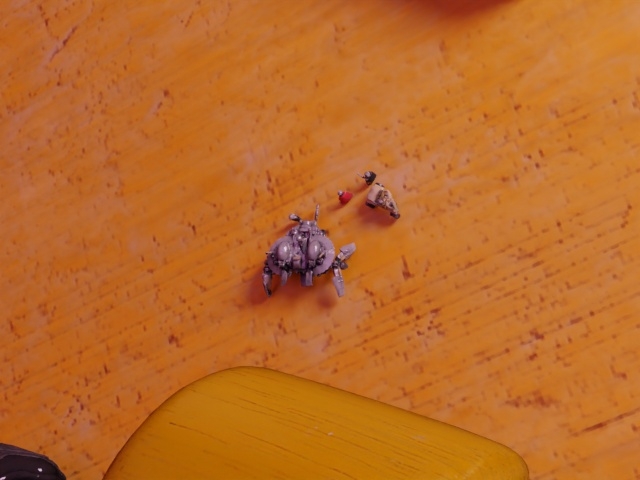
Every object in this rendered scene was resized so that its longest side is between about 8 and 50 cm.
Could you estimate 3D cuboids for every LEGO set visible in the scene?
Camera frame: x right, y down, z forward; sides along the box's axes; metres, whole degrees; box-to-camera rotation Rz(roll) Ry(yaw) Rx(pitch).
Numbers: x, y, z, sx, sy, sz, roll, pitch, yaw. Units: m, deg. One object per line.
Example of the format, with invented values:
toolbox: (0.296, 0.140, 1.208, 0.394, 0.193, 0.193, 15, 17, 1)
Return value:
LEGO set: (-0.001, -0.002, 0.699, 0.054, 0.023, 0.083, 36, 93, 34)

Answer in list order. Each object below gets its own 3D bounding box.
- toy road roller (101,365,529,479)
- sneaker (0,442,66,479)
toy road roller: (-0.043, 0.182, 0.484, 0.202, 0.329, 0.241, 13, 102, 33)
sneaker: (-0.196, 0.204, 0.661, 0.135, 0.098, 0.276, -2, 47, 21)
